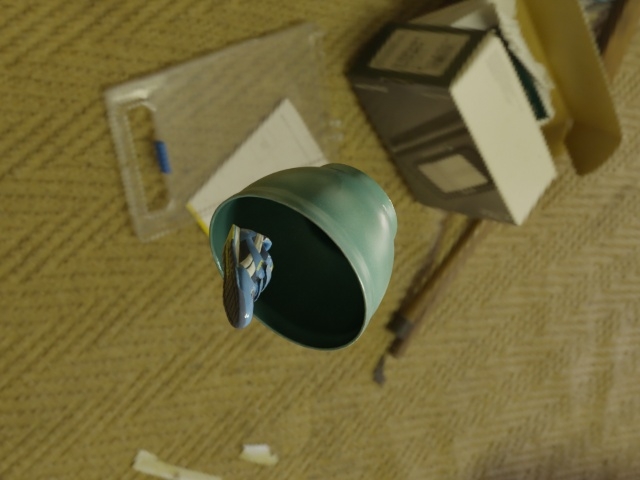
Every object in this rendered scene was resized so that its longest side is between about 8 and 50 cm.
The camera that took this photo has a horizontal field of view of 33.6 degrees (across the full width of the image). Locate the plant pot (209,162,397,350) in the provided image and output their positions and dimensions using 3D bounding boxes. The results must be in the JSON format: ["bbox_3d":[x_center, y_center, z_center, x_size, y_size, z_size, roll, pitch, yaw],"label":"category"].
[{"bbox_3d":[0.000,0.000,1.666,0.196,0.293,0.293,-45,132,-38],"label":"plant pot"}]

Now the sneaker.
[{"bbox_3d":[-0.083,0.042,1.253,0.059,0.144,0.053,13,138,-19],"label":"sneaker"}]
